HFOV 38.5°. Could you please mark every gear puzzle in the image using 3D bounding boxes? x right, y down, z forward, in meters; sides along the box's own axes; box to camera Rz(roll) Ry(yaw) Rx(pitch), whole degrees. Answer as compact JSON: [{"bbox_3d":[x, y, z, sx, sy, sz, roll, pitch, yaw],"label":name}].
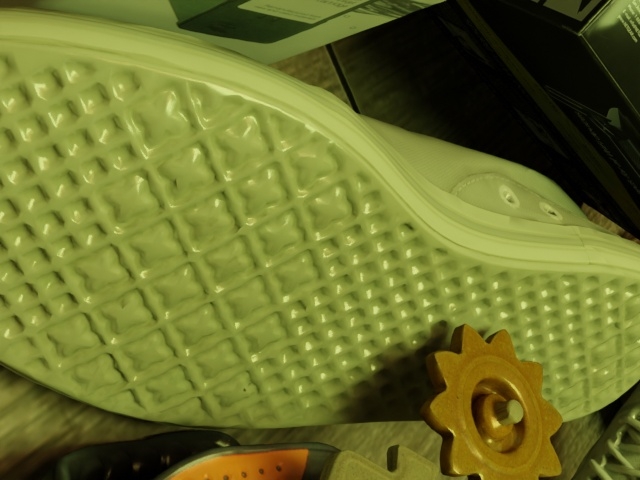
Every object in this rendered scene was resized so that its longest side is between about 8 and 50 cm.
[{"bbox_3d":[0.033,0.177,0.354,0.175,0.044,0.339,34,54,-23],"label":"gear puzzle"}]

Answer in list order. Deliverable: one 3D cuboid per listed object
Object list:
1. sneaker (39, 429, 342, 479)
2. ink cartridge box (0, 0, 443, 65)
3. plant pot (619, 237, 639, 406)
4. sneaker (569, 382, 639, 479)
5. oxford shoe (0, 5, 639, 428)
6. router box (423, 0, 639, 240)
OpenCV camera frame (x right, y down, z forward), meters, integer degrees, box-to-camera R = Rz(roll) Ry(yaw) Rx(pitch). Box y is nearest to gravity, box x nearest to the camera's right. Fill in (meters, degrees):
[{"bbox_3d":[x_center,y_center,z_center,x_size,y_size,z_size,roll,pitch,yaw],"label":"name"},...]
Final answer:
[{"bbox_3d":[-0.003,0.189,0.407,0.321,0.124,0.180,39,58,-35],"label":"sneaker"},{"bbox_3d":[-0.020,-0.190,0.338,0.121,0.289,0.211,5,79,-45],"label":"ink cartridge box"},{"bbox_3d":[0.331,0.130,0.727,0.215,0.215,0.230,-30,119,-44],"label":"plant pot"},{"bbox_3d":[0.198,0.174,0.573,0.118,0.110,0.292,16,101,-29],"label":"sneaker"},{"bbox_3d":[0.000,0.000,0.454,0.449,0.169,0.130,13,30,-36],"label":"oxford shoe"},{"bbox_3d":[0.193,-0.087,0.580,0.081,0.243,0.309,-46,124,5],"label":"router box"}]
